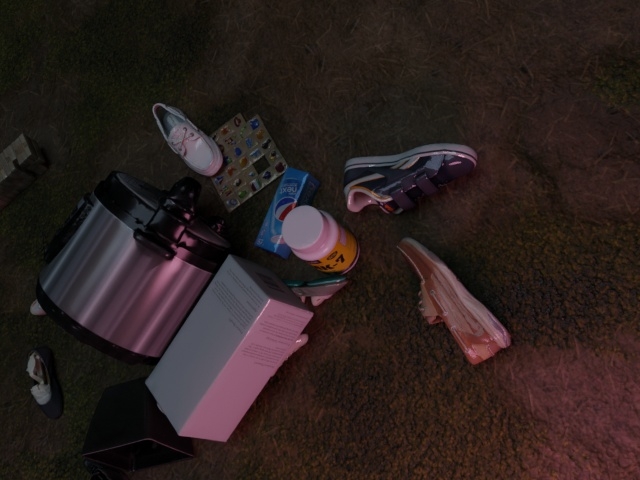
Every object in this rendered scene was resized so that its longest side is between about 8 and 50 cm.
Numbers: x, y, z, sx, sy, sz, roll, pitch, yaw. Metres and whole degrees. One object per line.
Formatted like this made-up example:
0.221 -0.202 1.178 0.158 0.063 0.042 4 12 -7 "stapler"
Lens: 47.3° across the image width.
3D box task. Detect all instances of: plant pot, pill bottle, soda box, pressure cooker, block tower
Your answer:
-0.425 0.428 1.721 0.188 0.187 0.167 -19 56 17 "plant pot"
0.000 0.000 1.644 0.119 0.208 0.119 -7 71 22 "pill bottle"
-0.081 -0.066 1.778 0.067 0.071 0.210 18 81 27 "soda box"
-0.409 0.033 1.722 0.370 0.375 0.421 38 95 35 "pressure cooker"
-0.966 -0.166 2.187 0.335 0.091 0.097 -38 62 9 "block tower"

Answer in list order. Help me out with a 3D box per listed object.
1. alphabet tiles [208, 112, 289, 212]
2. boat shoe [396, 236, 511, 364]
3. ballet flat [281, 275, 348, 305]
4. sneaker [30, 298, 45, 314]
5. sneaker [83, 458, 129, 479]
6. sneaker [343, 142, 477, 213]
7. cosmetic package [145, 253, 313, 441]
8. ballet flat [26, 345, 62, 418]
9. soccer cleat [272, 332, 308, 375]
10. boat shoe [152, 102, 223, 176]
-0.209 -0.218 1.919 0.198 0.009 0.237 -35 63 10 "alphabet tiles"
0.257 0.123 1.546 0.116 0.123 0.324 -44 61 8 "boat shoe"
-0.030 0.122 1.710 0.213 0.072 0.068 -5 99 23 "ballet flat"
-0.742 0.154 1.996 0.161 0.075 0.057 -24 66 15 "sneaker"
-0.529 0.564 1.765 0.170 0.089 0.051 20 83 27 "sneaker"
0.199 -0.129 1.648 0.321 0.126 0.128 -7 66 33 "sneaker"
-0.209 0.241 1.629 0.366 0.155 0.197 -56 47 10 "cosmetic package"
-0.737 0.373 1.929 0.074 0.074 0.203 -27 65 14 "ballet flat"
-0.105 0.270 1.690 0.196 0.068 0.076 -27 70 22 "soccer cleat"
-0.366 -0.272 1.949 0.098 0.096 0.277 -50 60 7 "boat shoe"
